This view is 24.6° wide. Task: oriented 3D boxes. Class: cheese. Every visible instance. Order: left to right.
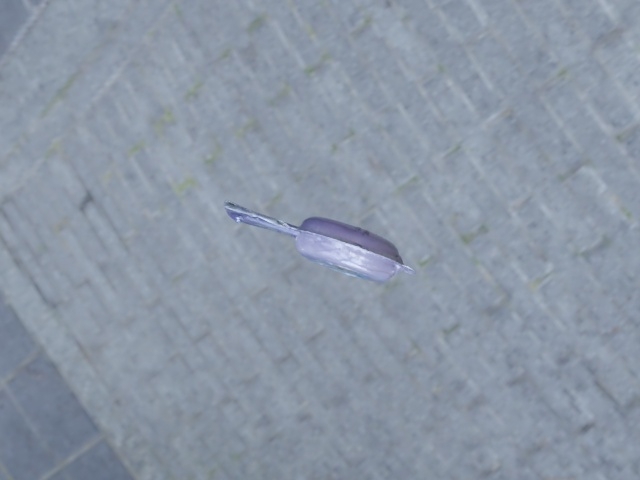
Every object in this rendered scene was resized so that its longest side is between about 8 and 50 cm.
[{"bbox_3d":[0.000,0.000,1.388,0.190,0.042,0.105,20,174,3],"label":"cheese"}]
